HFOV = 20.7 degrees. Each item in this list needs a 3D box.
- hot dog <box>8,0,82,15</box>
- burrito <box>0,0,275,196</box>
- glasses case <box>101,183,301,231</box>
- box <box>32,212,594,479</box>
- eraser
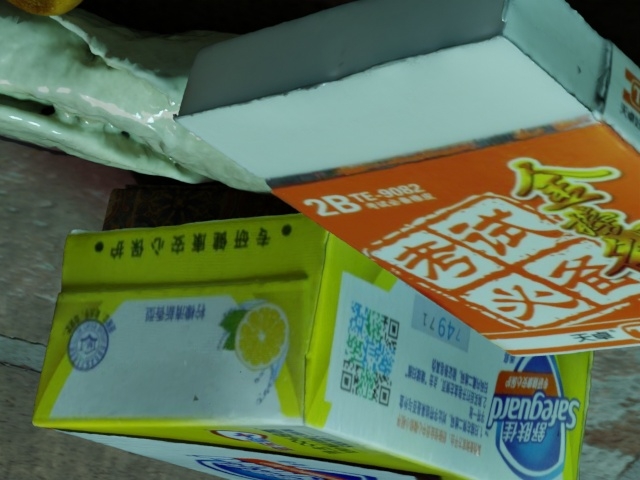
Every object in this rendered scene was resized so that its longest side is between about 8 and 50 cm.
[{"bbox_3d":[-0.092,-0.144,0.683,0.072,0.055,0.188,22,151,-26],"label":"hot dog"},{"bbox_3d":[0.001,-0.046,0.791,0.392,0.076,0.117,12,180,-1],"label":"burrito"},{"bbox_3d":[0.000,0.000,0.925,0.218,0.049,0.075,1,156,19],"label":"glasses case"},{"bbox_3d":[0.007,0.072,0.889,0.168,0.097,0.265,-4,161,33],"label":"box"},{"bbox_3d":[0.076,-0.019,0.679,0.157,0.038,0.230,-10,147,42],"label":"eraser"}]
